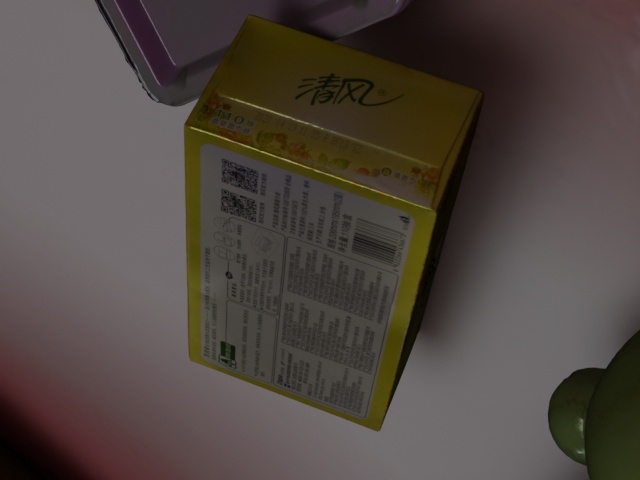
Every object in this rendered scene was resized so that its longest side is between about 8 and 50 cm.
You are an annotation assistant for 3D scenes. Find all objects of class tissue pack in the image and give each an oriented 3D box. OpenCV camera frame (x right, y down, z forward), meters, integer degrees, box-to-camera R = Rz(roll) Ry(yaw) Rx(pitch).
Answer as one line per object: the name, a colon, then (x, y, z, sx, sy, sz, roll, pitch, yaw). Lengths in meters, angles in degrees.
tissue pack: (0.000, 0.000, 0.538, 0.095, 0.062, 0.176, 19, 148, 8)

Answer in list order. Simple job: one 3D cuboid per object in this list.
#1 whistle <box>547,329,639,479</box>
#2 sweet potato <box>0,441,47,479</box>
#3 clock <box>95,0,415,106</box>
whistle: (0.177, 0.037, 0.433, 0.131, 0.106, 0.288, 43, 136, 12)
sweet potato: (-0.222, 0.206, 0.844, 0.370, 0.158, 0.158, 51, 136, 10)
clock: (-0.046, -0.165, 0.511, 0.150, 0.063, 0.197, -16, 106, 44)
